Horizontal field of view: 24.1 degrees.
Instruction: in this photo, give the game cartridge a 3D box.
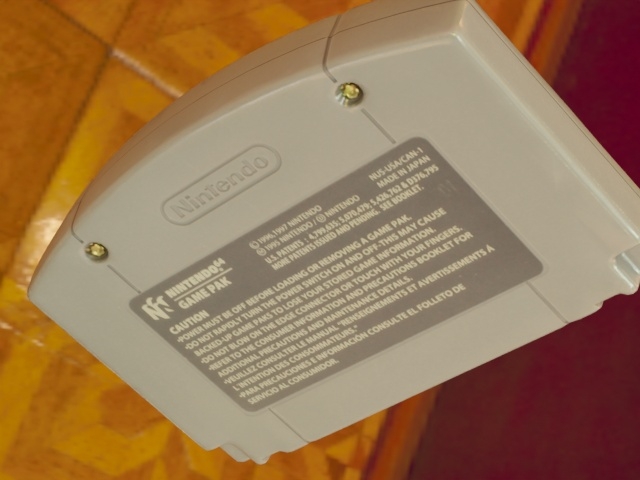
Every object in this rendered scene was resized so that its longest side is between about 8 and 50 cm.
[{"bbox_3d":[0.000,0.000,0.756,0.198,0.297,0.062,47,36,-21],"label":"game cartridge"}]
